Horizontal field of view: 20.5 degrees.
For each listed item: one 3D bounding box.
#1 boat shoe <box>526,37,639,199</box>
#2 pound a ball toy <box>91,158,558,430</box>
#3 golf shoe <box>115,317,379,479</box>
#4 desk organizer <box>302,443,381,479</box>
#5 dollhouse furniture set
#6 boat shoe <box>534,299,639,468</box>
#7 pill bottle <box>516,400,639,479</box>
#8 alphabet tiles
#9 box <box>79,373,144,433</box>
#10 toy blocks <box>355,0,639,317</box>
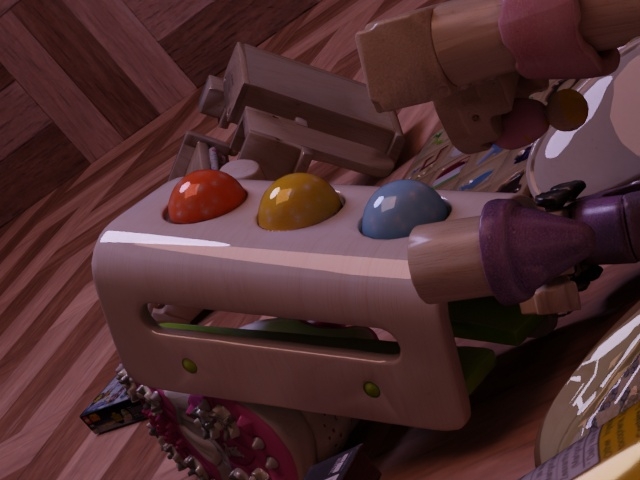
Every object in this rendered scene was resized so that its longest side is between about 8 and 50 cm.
[{"bbox_3d":[0.286,-0.111,1.129,0.335,0.095,0.112,-39,48,21],"label":"boat shoe"},{"bbox_3d":[0.000,0.000,1.171,0.319,0.135,0.208,5,31,37],"label":"pound a ball toy"},{"bbox_3d":[-0.048,0.110,1.296,0.140,0.115,0.306,-36,19,-19],"label":"golf shoe"},{"bbox_3d":[0.000,0.181,1.011,0.047,0.050,0.130,-30,17,40],"label":"desk organizer"},{"bbox_3d":[-0.063,0.003,1.815,0.303,0.174,0.355,-101,31,-61],"label":"dollhouse furniture set"},{"bbox_3d":[0.208,0.026,0.793,0.285,0.105,0.089,-59,24,12],"label":"boat shoe"},{"bbox_3d":[0.122,0.134,0.631,0.246,0.136,0.136,-36,14,19],"label":"pill bottle"},{"bbox_3d":[0.164,-0.093,1.545,0.285,0.011,0.342,-30,17,38],"label":"alphabet tiles"},{"bbox_3d":[-0.164,0.134,1.685,0.137,0.027,0.094,-24,20,53],"label":"box"},{"bbox_3d":[0.187,-0.118,0.925,0.260,0.308,0.288,-10,8,25],"label":"toy blocks"}]
